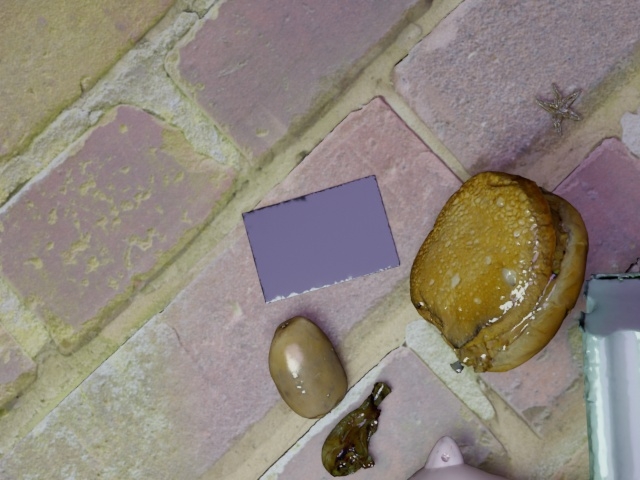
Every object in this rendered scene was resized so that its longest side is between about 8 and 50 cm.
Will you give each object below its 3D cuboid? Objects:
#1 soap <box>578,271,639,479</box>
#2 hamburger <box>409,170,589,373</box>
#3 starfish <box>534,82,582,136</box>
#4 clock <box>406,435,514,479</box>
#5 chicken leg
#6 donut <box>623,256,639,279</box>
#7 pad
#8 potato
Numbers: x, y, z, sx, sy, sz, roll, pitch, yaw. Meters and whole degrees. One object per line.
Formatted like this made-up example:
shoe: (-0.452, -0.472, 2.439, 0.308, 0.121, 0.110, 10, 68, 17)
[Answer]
soap: (0.477, 0.266, 1.507, 0.156, 0.261, 0.446, -5, 82, 23)
hamburger: (0.278, 0.052, 1.626, 0.170, 0.290, 0.314, 23, 103, -28)
starfish: (0.406, -0.224, 1.761, 0.092, 0.016, 0.086, 18, 87, 2)
clock: (0.257, 0.524, 1.609, 0.377, 0.250, 0.368, 41, 91, 7)
chicken leg: (0.070, 0.322, 1.741, 0.093, 0.070, 0.178, 29, 80, 7)
donut: (0.607, 0.127, 1.678, 0.272, 0.107, 0.272, -1, 82, 9)
pad: (0.000, 0.000, 1.794, 0.246, 0.006, 0.170, -16, 84, 4)
potato: (-0.024, 0.217, 1.733, 0.109, 0.118, 0.178, -19, 99, 39)
